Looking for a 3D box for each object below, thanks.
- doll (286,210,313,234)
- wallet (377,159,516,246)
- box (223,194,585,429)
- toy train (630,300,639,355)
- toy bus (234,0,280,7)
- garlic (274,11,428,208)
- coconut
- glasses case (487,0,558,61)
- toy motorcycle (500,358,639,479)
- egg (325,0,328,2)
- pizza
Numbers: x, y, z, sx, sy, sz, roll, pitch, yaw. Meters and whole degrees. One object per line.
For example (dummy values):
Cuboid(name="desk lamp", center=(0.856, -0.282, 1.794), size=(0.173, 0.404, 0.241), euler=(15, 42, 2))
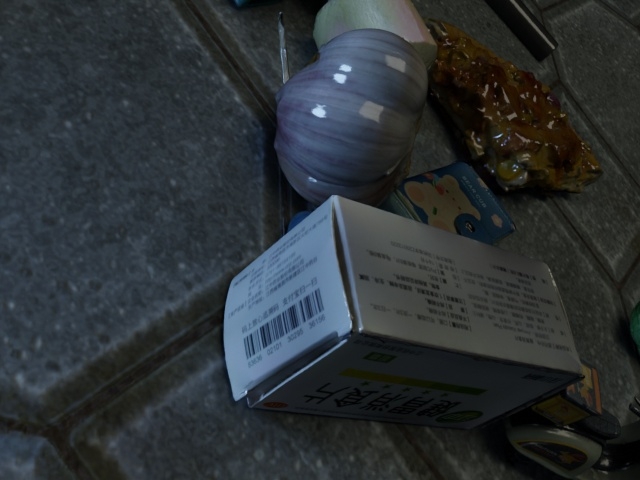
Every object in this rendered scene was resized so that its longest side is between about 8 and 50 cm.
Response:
Cuboid(name="doll", center=(0.000, 0.000, 0.943), size=(0.083, 0.050, 0.076), euler=(29, 41, -23))
Cuboid(name="wallet", center=(0.161, -0.028, 1.108), size=(0.202, 0.059, 0.141), euler=(-21, 70, -51))
Cuboid(name="box", center=(0.085, 0.089, 0.860), size=(0.332, 0.173, 0.145), euler=(15, 50, -37))
Cuboid(name="toy train", center=(0.525, 0.164, 1.305), size=(0.149, 0.081, 0.099), euler=(42, 41, -4))
Cuboid(name="toy bus", center=(-0.101, -0.439, 1.092), size=(0.128, 0.147, 0.256), euler=(-30, 89, -51))
Cuboid(name="garlic", center=(0.040, -0.164, 1.008), size=(0.207, 0.207, 0.257), euler=(16, 38, -36))
Cuboid(name="coconut", center=(0.073, -0.248, 1.125), size=(0.147, 0.147, 0.153), euler=(-2, 61, -45))
Cuboid(name="glasses case", center=(0.378, -0.430, 1.629), size=(0.190, 0.042, 0.072), euler=(46, 32, -7))
Cuboid(name="toy motorcycle", center=(0.322, 0.229, 0.996), size=(0.263, 0.157, 0.091), euler=(29, 47, -23))
Cuboid(name="egg", center=(0.042, -0.436, 1.195), size=(0.183, 0.183, 0.217), euler=(-23, 88, -49))
Cuboid(name="pizza", center=(0.289, -0.190, 1.319), size=(0.408, 0.114, 0.278), euler=(37, 37, -14))
